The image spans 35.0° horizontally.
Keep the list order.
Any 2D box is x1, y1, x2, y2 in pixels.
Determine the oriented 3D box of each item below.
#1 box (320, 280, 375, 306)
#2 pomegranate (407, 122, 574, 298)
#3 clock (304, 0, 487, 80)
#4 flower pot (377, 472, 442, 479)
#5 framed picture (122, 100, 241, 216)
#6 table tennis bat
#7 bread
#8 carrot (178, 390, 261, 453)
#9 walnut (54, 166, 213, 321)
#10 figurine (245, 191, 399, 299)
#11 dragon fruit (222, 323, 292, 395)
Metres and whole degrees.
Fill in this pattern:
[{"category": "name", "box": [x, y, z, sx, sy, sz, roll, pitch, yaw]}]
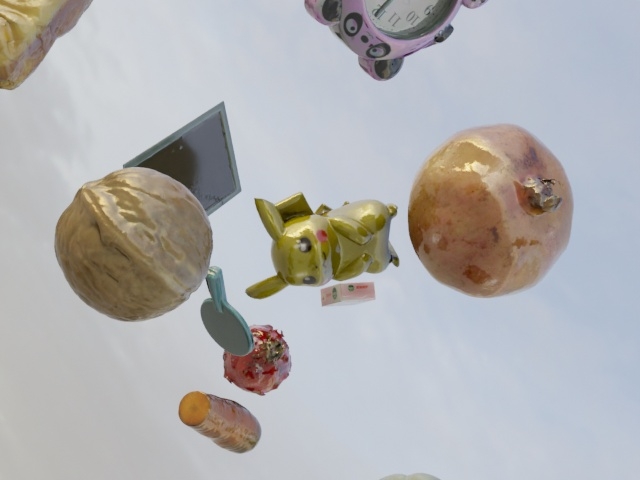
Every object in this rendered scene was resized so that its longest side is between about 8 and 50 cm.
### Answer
[{"category": "box", "box": [0.062, 0.123, 2.325, 0.125, 0.089, 0.043, 157, -70, -65]}, {"category": "pomegranate", "box": [0.331, -0.063, 1.923, 0.338, 0.338, 0.338, 42, -31, 33]}, {"category": "clock", "box": [0.115, -0.373, 1.481, 0.227, 0.248, 0.090, 40, 6, -35]}, {"category": "flower pot", "box": [0.172, 0.557, 1.897, 0.195, 0.246, 0.246, 9, -55, 61]}, {"category": "framed picture", "box": [-0.283, -0.128, 2.105, 0.019, 0.296, 0.232, 19, -48, 34]}, {"category": "table tennis bat", "box": [-0.176, 0.129, 1.828, 0.124, 0.033, 0.201, 20, -45, 33]}, {"category": "bread", "box": [-0.557, -0.420, 1.869, 0.166, 0.294, 0.132, 28, -32, 7]}, {"category": "carrot", "box": [-0.174, 0.312, 1.770, 0.087, 0.087, 0.193, 36, -6, 41]}, {"category": "walnut", "box": [-0.269, 0.004, 1.465, 0.228, 0.228, 0.228, 42, -31, 33]}, {"category": "figurine", "box": [0.007, -0.002, 2.112, 0.169, 0.326, 0.218, 28, -53, 55]}, {"category": "dragon fruit", "box": [-0.124, 0.240, 2.078, 0.153, 0.153, 0.111, 58, -20, 5]}]
